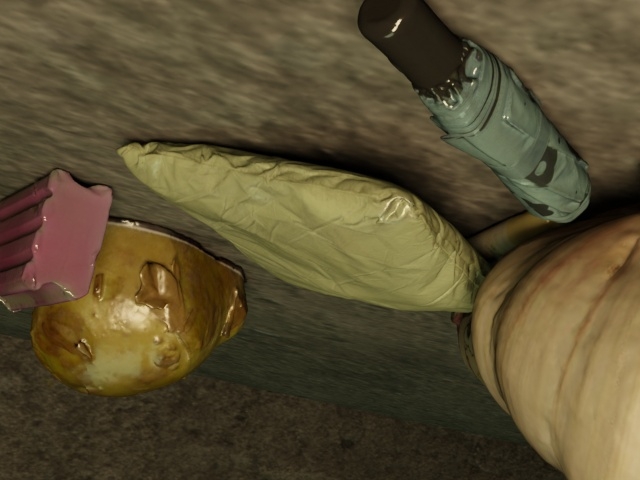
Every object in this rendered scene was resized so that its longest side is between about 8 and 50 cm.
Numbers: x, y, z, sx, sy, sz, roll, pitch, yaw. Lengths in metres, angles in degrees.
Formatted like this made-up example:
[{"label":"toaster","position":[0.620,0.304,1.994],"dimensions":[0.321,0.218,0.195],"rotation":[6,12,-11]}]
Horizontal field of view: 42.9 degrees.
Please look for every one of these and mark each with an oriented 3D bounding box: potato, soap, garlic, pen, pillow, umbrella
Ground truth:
[{"label":"potato","position":[-0.230,0.104,1.025],"dimensions":[0.247,0.196,0.300],"rotation":[4,165,23]},{"label":"soap","position":[-0.294,0.006,0.845],"dimensions":[0.066,0.122,0.203],"rotation":[21,161,-34]},{"label":"garlic","position":[0.267,0.083,0.572],"dimensions":[0.322,0.241,0.322],"rotation":[25,-156,-12]},{"label":"pen","position":[0.148,0.004,0.751],"dimensions":[0.040,0.032,0.233],"rotation":[36,158,-6]},{"label":"pillow","position":[0.002,0.001,0.711],"dimensions":[0.274,0.076,0.281],"rotation":[12,167,29]},{"label":"umbrella","position":[0.099,-0.069,0.478],"dimensions":[0.052,0.053,0.250],"rotation":[0,162,37]}]

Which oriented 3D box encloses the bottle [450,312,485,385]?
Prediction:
[{"label":"bottle","position":[0.206,0.107,0.846],"dimensions":[0.121,0.120,0.253],"rotation":[11,-177,-5]}]
